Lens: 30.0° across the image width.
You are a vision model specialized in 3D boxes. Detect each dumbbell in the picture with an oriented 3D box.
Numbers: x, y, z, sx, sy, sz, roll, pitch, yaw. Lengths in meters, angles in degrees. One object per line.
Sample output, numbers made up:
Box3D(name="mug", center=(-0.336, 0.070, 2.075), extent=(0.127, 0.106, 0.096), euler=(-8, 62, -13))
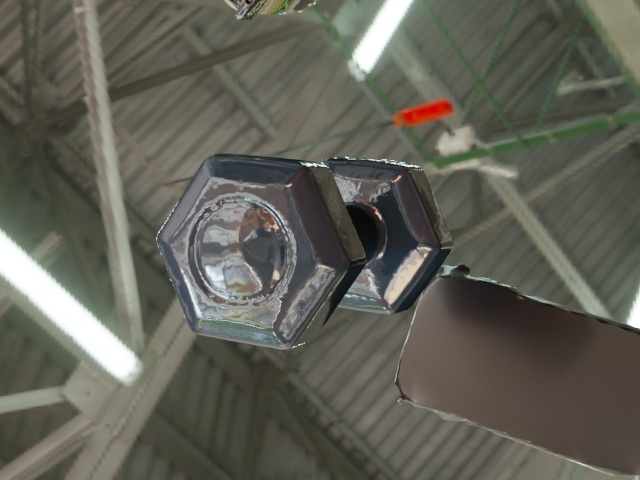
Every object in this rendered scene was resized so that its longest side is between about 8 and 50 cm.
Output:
Box3D(name="dumbbell", center=(0.000, 0.000, 1.011), extent=(0.160, 0.144, 0.325), euler=(67, -158, 7))

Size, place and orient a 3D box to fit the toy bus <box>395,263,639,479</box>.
Box3D(name="toy bus", center=(0.294, 0.158, 1.312), extent=(0.162, 0.386, 0.171), euler=(17, -90, -66))

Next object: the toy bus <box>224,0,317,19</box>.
Box3D(name="toy bus", center=(-0.102, -0.388, 1.304), extent=(0.305, 0.143, 0.179), euler=(48, -154, 17))
